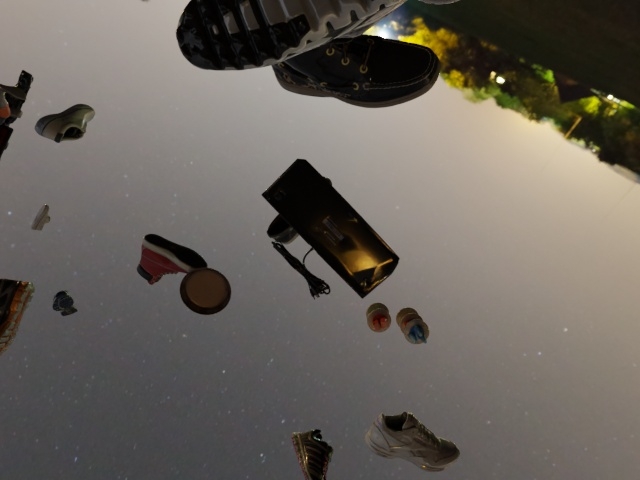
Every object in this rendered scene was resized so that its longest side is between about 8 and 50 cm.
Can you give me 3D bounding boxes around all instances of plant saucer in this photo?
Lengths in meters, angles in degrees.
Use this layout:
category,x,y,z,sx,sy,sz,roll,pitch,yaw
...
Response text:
category,x,y,z,sx,sy,sz,roll,pitch,yaw
plant saucer,-0.378,0.165,1.482,0.168,0.168,0.029,24,-166,-8

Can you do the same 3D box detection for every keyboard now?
category,x,y,z,sx,sy,sz,roll,pitch,yaw
keyboard,0.000,0.000,0.962,0.317,0.201,0.033,46,-167,-5

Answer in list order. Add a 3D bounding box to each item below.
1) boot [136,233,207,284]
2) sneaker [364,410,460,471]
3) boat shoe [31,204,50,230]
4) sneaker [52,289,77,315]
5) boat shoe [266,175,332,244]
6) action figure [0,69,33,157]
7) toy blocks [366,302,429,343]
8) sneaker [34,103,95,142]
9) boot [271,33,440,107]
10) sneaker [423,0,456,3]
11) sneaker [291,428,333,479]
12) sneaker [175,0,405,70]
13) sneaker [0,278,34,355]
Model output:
category,x,y,z,sx,sy,sz,roll,pitch,yaw
boot,-0.516,0.103,1.553,0.244,0.176,0.088,26,-154,4
sneaker,0.301,0.621,1.394,0.305,0.152,0.114,15,-160,-7
boat shoe,-0.820,-0.066,1.327,0.035,0.100,0.035,21,-151,-43
sneaker,-0.700,0.160,1.210,0.052,0.135,0.058,-22,-107,-30
boat shoe,-0.057,-0.087,1.249,0.079,0.233,0.084,27,-160,-49
action figure,-0.874,-0.332,1.151,0.330,0.341,0.178,1,161,44
toy blocks,0.161,0.179,0.941,0.123,0.054,0.148,8,-174,0
sneaker,-0.818,-0.377,1.478,0.091,0.094,0.258,39,-150,-11
boot,0.030,-0.394,0.871,0.377,0.138,0.284,15,172,23
sneaker,0.210,-0.598,0.950,0.281,0.105,0.115,17,-176,-14
sneaker,-0.003,0.451,0.909,0.075,0.063,0.170,-19,-148,-12
sneaker,-0.011,-0.205,0.401,0.106,0.234,0.078,-55,-54,-76
sneaker,-0.759,0.188,1.050,0.083,0.215,0.084,22,166,-11
